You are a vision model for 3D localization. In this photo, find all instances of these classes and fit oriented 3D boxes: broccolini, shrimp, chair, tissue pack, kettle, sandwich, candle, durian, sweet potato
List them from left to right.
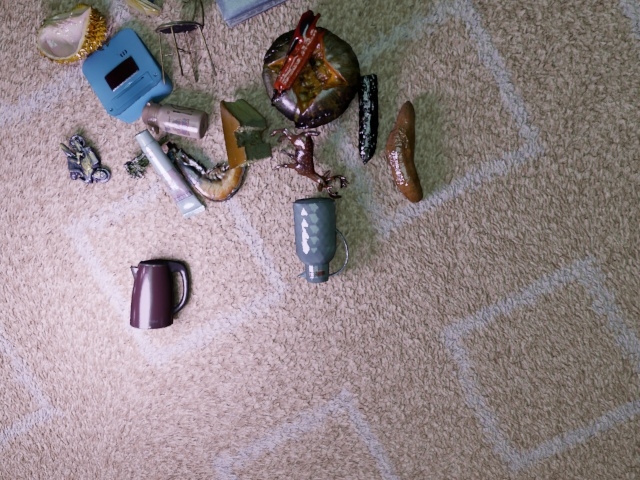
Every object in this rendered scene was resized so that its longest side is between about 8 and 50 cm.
[{"bbox_3d":[-0.811,-0.670,1.700,0.250,0.138,0.183,-11,99,12],"label":"durian"},{"bbox_3d":[-0.587,-0.283,1.759,0.201,0.074,0.058,-34,77,18],"label":"broccolini"},{"bbox_3d":[-0.565,0.182,1.809,0.202,0.144,0.232,3,96,-17],"label":"kettle"},{"bbox_3d":[-0.444,-0.679,1.652,0.160,0.170,0.325,5,108,47],"label":"chair"},{"bbox_3d":[-0.387,-0.275,1.770,0.290,0.054,0.222,39,99,-5],"label":"shrimp"},{"bbox_3d":[-0.254,-0.364,1.704,0.128,0.122,0.235,-10,93,50],"label":"sandwich"},{"bbox_3d":[-0.208,-0.863,1.655,0.316,0.103,0.228,-22,94,5],"label":"tissue pack"},{"bbox_3d":[-0.078,-0.534,1.522,0.084,0.059,0.301,30,96,12],"label":"candle"},{"bbox_3d":[0.273,-0.289,1.714,0.114,0.092,0.341,-11,98,-20],"label":"sweet potato"}]

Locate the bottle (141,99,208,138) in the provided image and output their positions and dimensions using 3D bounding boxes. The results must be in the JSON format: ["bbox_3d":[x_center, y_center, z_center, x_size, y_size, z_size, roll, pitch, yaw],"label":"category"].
[{"bbox_3d":[-0.495,-0.403,1.741,0.209,0.097,0.110,12,122,3],"label":"bottle"}]

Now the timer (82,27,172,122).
[{"bbox_3d":[-0.658,-0.560,1.752,0.232,0.091,0.250,-35,82,8],"label":"timer"}]

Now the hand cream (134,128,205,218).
[{"bbox_3d":[-0.513,-0.225,1.755,0.085,0.058,0.331,-24,117,12],"label":"hand cream"}]

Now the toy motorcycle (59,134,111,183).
[{"bbox_3d":[-0.830,-0.266,1.795,0.124,0.061,0.193,-34,103,0],"label":"toy motorcycle"}]

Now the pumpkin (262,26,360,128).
[{"bbox_3d":[-0.027,-0.523,1.646,0.321,0.192,0.320,1,98,6],"label":"pumpkin"}]

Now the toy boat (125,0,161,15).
[{"bbox_3d":[-0.604,-0.805,1.708,0.172,0.065,0.066,34,76,-2],"label":"toy boat"}]

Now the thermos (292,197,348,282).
[{"bbox_3d":[0.000,0.000,1.742,0.182,0.145,0.286,-3,99,6],"label":"thermos"}]

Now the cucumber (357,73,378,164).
[{"bbox_3d":[0.158,-0.403,1.715,0.072,0.072,0.300,-1,99,4],"label":"cucumber"}]

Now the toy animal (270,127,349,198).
[{"bbox_3d":[-0.040,-0.254,1.702,0.260,0.243,0.087,19,56,23],"label":"toy animal"}]
